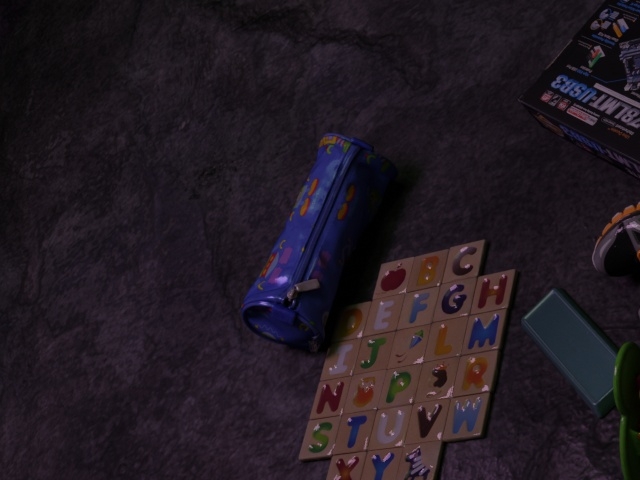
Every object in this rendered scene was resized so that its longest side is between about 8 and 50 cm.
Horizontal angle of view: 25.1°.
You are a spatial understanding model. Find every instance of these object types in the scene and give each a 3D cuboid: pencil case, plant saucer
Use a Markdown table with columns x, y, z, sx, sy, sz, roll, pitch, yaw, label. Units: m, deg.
| x | y | z | sx | sy | sz | roll | pitch | yaw | label |
| --- | --- | --- | --- | --- | --- | --- | --- | --- | --- |
| 0.000 | 0.000 | 1.944 | 0.133 | 0.119 | 0.306 | 114 | -179 | -68 | pencil case |
| 0.286 | 0.119 | 1.608 | 0.067 | 0.018 | 0.192 | -44 | 34 | 7 | plant saucer |

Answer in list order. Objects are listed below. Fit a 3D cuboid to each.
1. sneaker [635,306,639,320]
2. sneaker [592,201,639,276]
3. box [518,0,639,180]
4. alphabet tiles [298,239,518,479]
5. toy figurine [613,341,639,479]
| x | y | z | sx | sy | sz | roll | pitch | yaw | label |
| --- | --- | --- | --- | --- | --- | --- | --- | --- | --- |
| 0.378 | 0.058 | 1.544 | 0.098 | 0.038 | 0.069 | -40 | 36 | 12 | sneaker |
| 0.391 | 0.001 | 1.550 | 0.214 | 0.084 | 0.083 | -23 | 47 | 32 | sneaker |
| 0.426 | -0.217 | 1.727 | 0.293 | 0.073 | 0.295 | -51 | 34 | -1 | box |
| 0.106 | 0.156 | 1.780 | 0.285 | 0.011 | 0.343 | -15 | 47 | 40 | alphabet tiles |
| 0.374 | 0.170 | 1.356 | 0.159 | 0.173 | 0.130 | 0 | 39 | 33 | toy figurine |
